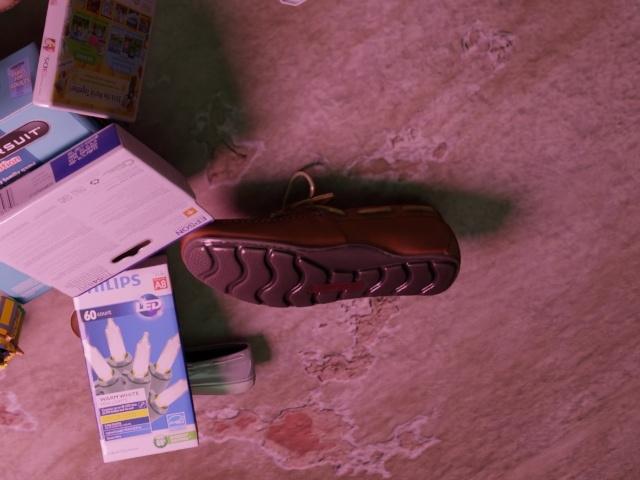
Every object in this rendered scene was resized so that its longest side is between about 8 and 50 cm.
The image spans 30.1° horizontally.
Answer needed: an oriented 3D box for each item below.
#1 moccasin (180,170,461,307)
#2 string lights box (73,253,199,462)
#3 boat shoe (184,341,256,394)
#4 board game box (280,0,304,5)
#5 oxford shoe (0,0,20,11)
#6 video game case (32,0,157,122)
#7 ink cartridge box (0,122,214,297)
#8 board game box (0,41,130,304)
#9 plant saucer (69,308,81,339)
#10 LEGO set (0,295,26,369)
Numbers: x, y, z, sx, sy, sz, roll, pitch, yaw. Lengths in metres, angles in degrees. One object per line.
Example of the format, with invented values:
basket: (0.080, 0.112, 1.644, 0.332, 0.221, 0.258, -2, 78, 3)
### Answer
moccasin: (0.000, -0.002, 1.598, 0.380, 0.147, 0.139, -5, 140, -14)
string lights box: (-0.252, 0.159, 1.625, 0.133, 0.077, 0.260, -10, 102, -5)
boat shoe: (-0.206, 0.178, 1.717, 0.227, 0.079, 0.081, -2, 108, -11)
board game box: (0.037, -0.505, 1.288, 0.390, 0.050, 0.390, -28, 126, 8)
oxford shoe: (-0.436, -0.359, 1.237, 0.123, 0.130, 0.348, -33, 125, 11)
video game case: (-0.233, -0.237, 1.282, 0.026, 0.227, 0.206, 12, 94, 12)
ink cartridge box: (-0.270, -0.029, 1.408, 0.223, 0.045, 0.224, -29, 152, 10)
board game box: (-0.349, -0.065, 1.421, 0.253, 0.079, 0.336, -28, 151, 7)
plant saucer: (-0.310, 0.110, 1.673, 0.083, 0.015, 0.083, -6, 125, -8)
LEGO set: (-0.550, 0.155, 1.502, 0.331, 0.192, 0.255, 31, 139, -33)
